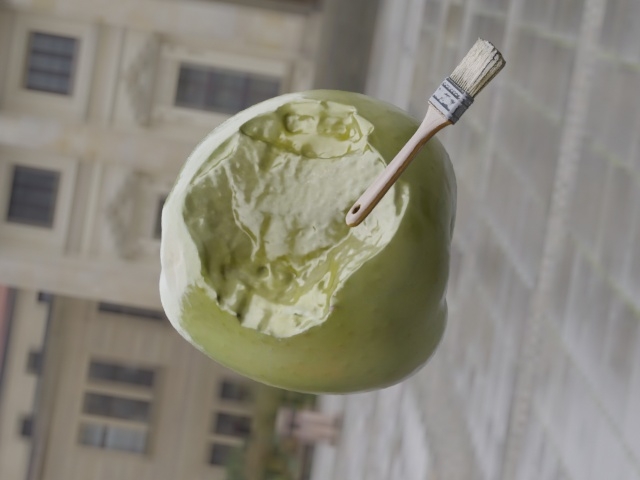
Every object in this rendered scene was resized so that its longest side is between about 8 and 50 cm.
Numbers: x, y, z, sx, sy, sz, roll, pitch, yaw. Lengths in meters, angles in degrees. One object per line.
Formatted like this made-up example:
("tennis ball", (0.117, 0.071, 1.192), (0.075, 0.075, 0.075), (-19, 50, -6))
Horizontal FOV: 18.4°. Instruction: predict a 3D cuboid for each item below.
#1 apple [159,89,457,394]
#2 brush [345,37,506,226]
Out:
("apple", (0.000, 0.000, 1.719), (0.279, 0.279, 0.279), (-171, 90, -89))
("brush", (0.073, -0.076, 1.447), (0.170, 0.014, 0.043), (-50, 28, 8))
